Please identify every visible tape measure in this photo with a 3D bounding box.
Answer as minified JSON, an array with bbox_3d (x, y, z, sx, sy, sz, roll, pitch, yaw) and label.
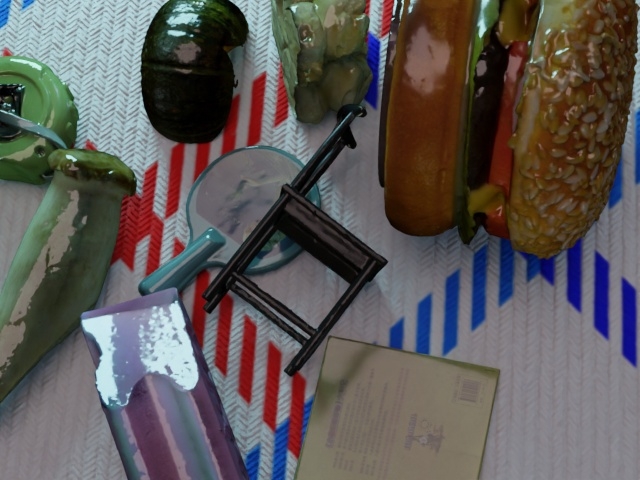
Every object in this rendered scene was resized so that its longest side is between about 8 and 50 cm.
[{"bbox_3d":[-0.359,-0.137,1.624,0.177,0.087,0.154,9,71,7],"label":"tape measure"}]

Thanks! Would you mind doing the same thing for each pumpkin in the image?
[{"bbox_3d":[-0.149,-0.216,1.622,0.119,0.107,0.183,3,70,13],"label":"pumpkin"}]

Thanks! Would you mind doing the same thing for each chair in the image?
[{"bbox_3d":[0.000,0.000,1.495,0.141,0.154,0.260,38,81,1],"label":"chair"}]

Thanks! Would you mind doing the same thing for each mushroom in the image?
[{"bbox_3d":[-0.298,0.053,1.548,0.107,0.087,0.333,22,79,-15],"label":"mushroom"}]

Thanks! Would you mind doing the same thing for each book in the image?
[{"bbox_3d":[0.082,0.198,1.499,0.192,0.013,0.168,11,72,10],"label":"book"}]

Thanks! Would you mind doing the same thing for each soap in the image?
[{"bbox_3d":[-0.145,0.201,1.428,0.109,0.193,0.324,-22,69,-4],"label":"soap"}]

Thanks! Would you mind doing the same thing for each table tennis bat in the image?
[{"bbox_3d":[-0.107,-0.010,1.581,0.237,0.038,0.149,-40,77,-10],"label":"table tennis bat"}]

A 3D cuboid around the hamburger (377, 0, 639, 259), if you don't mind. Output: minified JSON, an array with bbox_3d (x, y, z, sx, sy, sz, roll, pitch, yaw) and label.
[{"bbox_3d":[0.195,-0.147,1.452,0.250,0.330,0.330,6,72,7],"label":"hamburger"}]

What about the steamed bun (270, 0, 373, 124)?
[{"bbox_3d":[0.004,-0.240,1.585,0.106,0.177,0.192,-12,56,-8],"label":"steamed bun"}]
